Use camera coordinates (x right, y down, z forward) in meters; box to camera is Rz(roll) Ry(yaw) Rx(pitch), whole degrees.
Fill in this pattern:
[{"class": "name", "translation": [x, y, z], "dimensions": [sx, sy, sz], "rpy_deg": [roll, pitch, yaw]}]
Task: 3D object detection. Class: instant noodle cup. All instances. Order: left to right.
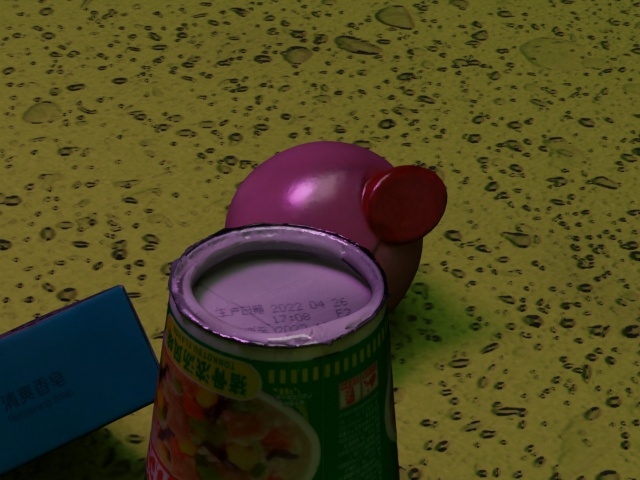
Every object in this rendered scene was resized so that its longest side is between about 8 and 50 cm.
[{"class": "instant noodle cup", "translation": [-0.031, 0.119, 1.216], "dimensions": [0.207, 0.233, 0.207], "rpy_deg": [1, 33, -1]}]

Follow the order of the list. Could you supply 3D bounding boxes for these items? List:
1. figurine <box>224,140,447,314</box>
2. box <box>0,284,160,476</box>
[{"class": "figurine", "translation": [0.000, 0.000, 1.465], "dimensions": [0.173, 0.173, 0.173], "rpy_deg": [1, 34, -1]}, {"class": "box", "translation": [-0.251, 0.125, 1.266], "dimensions": [0.245, 0.092, 0.153], "rpy_deg": [-25, 2, -35]}]
